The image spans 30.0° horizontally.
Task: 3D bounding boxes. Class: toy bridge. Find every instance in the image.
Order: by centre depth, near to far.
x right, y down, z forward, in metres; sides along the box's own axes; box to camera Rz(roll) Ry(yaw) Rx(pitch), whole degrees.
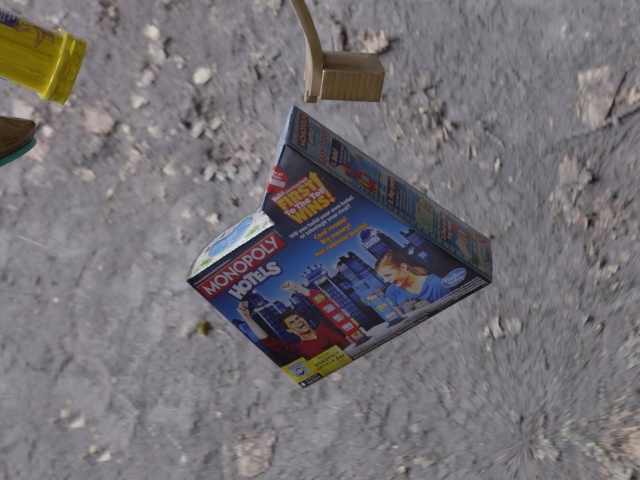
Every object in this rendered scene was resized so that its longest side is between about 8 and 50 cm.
[{"bbox_3d":[0.007,-0.142,0.501,0.063,0.026,0.188,2,123,-12],"label":"toy bridge"}]

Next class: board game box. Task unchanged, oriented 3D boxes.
[{"bbox_3d":[0.000,0.000,0.933,0.194,0.060,0.194,-32,117,25],"label":"board game box"}]

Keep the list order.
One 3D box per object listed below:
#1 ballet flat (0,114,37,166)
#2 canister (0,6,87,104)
[{"bbox_3d":[-0.445,-0.062,1.144,0.342,0.116,0.124,-29,106,5],"label":"ballet flat"},{"bbox_3d":[-0.335,-0.206,1.218,0.170,0.126,0.073,20,97,-21],"label":"canister"}]
